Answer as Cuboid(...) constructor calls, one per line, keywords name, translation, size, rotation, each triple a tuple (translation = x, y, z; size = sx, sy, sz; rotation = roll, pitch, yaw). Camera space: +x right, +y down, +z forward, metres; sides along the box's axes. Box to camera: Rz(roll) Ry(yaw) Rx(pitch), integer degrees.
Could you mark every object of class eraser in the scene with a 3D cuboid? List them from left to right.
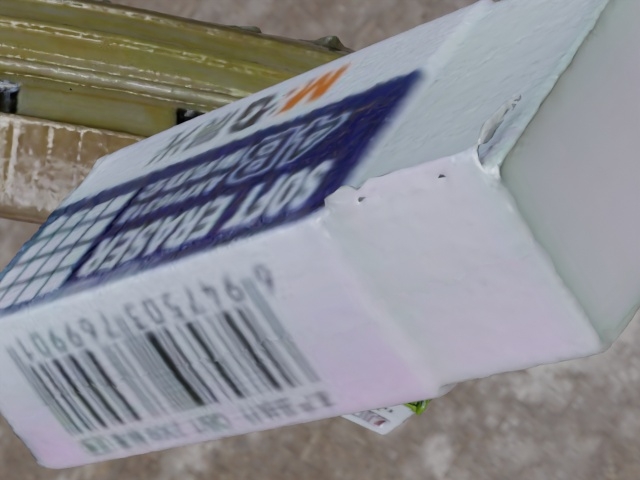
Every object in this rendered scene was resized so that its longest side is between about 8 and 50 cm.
Cuboid(name="eraser", translation=(0.000, 0.000, 0.610), size=(0.287, 0.086, 0.130), rotation=(-16, 26, 47))

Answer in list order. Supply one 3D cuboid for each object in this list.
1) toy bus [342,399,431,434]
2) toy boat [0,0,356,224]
Cuboid(name="toy bus", translation=(-0.030, 0.038, 1.414), size=(0.139, 0.301, 0.113), rotation=(-54, 13, 50))
Cuboid(name="toy boat", translation=(-0.118, -0.070, 1.077), size=(0.136, 0.445, 0.162), rotation=(111, 161, -44))
